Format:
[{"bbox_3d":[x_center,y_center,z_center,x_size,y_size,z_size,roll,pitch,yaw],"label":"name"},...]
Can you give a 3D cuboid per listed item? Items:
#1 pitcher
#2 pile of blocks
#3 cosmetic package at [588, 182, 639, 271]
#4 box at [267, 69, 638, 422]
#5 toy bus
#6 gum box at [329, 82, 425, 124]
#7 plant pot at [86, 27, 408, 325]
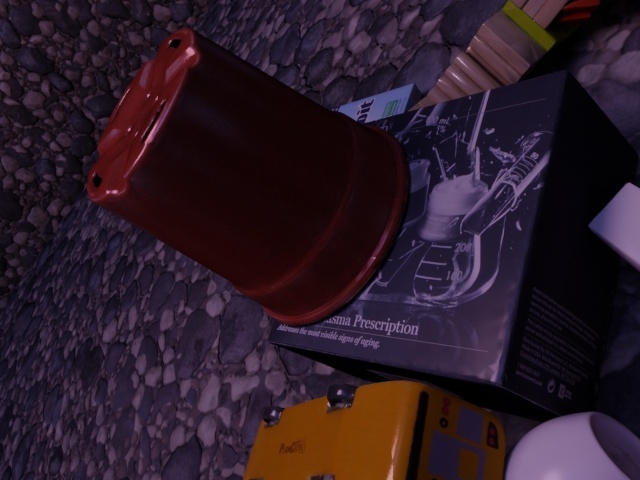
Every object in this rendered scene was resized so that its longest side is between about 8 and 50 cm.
[{"bbox_3d":[0.210,0.266,0.493,0.207,0.125,0.178,-57,48,25],"label":"pitcher"},{"bbox_3d":[0.259,-0.235,0.798,0.112,0.149,0.362,47,122,9],"label":"pile of blocks"},{"bbox_3d":[0.344,0.047,0.481,0.060,0.099,0.239,-50,36,14],"label":"cosmetic package"},{"bbox_3d":[0.142,0.015,0.683,0.343,0.179,0.312,-3,63,50],"label":"box"},{"bbox_3d":[0.028,0.232,0.607,0.333,0.130,0.108,-40,30,56],"label":"toy bus"},{"bbox_3d":[0.071,-0.176,0.980,0.184,0.041,0.157,-6,52,42],"label":"gum box"},{"bbox_3d":[-0.091,-0.075,0.652,0.272,0.265,0.272,-32,44,36],"label":"plant pot"}]
